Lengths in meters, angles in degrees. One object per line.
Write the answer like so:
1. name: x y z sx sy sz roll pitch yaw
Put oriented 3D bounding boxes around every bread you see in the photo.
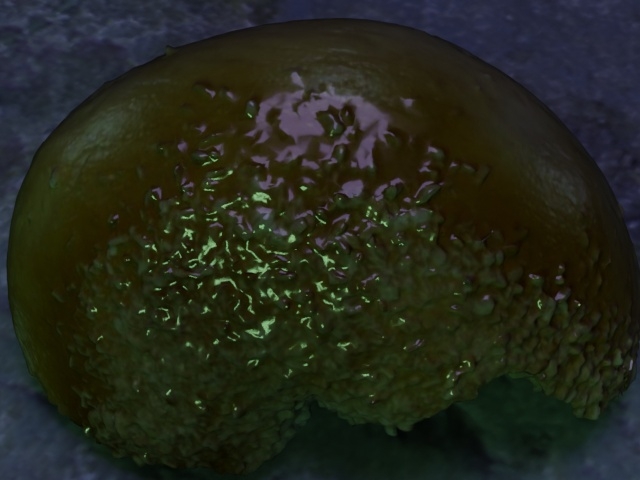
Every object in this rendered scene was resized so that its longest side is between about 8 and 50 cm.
1. bread: 0.004 -0.003 0.869 0.314 0.192 0.171 4 41 2
